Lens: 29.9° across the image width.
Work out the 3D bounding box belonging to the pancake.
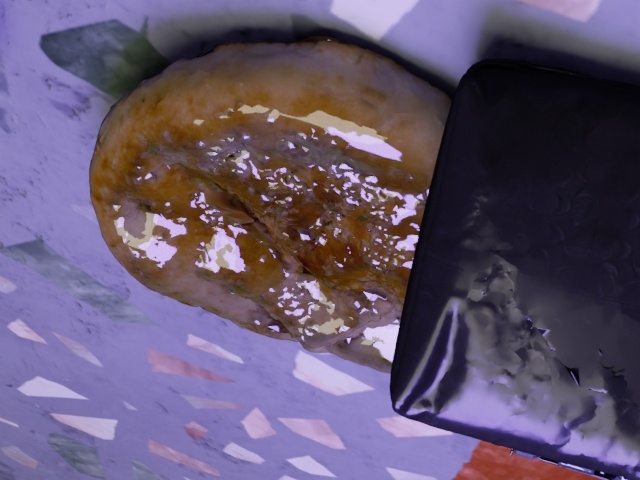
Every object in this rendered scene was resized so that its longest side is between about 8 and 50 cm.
[{"bbox_3d":[0.000,-0.001,0.920,0.387,0.082,0.387,13,148,8],"label":"pancake"}]

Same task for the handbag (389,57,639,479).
[{"bbox_3d":[0.166,0.027,0.733,0.223,0.080,0.247,15,106,11],"label":"handbag"}]

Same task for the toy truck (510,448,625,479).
[{"bbox_3d":[0.214,0.086,0.878,0.114,0.124,0.253,16,150,12],"label":"toy truck"}]
